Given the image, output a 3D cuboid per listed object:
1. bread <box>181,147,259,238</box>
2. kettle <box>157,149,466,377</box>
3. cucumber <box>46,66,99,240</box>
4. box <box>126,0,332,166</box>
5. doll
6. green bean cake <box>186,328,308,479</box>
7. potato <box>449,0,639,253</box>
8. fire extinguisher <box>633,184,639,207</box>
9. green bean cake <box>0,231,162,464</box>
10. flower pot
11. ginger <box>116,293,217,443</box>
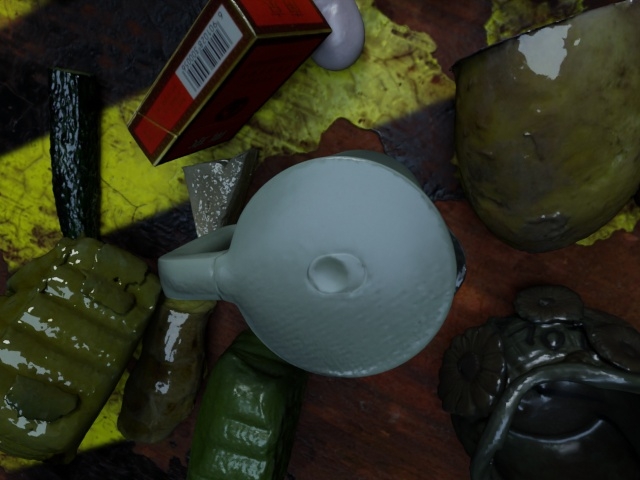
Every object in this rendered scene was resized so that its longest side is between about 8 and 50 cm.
[{"bbox_3d":[-0.133,-0.050,0.656,0.105,0.077,0.152,-9,101,11],"label":"bread"},{"bbox_3d":[0.009,-0.012,0.520,0.264,0.318,0.205,26,105,2],"label":"kettle"},{"bbox_3d":[-0.379,-0.110,0.688,0.067,0.067,0.294,8,104,7],"label":"cucumber"},{"bbox_3d":[-0.115,-0.194,0.542,0.239,0.153,0.074,-31,99,40],"label":"box"},{"bbox_3d":[0.069,-0.343,0.561,0.365,0.094,0.160,-34,102,14],"label":"doll"},{"bbox_3d":[-0.095,0.261,0.639,0.124,0.222,0.248,9,99,8],"label":"green bean cake"},{"bbox_3d":[0.267,-0.110,0.529,0.229,0.229,0.266,-17,106,11],"label":"potato"},{"bbox_3d":[0.399,-0.196,0.486,0.138,0.102,0.344,-29,116,-29],"label":"fire extinguisher"},{"bbox_3d":[-0.406,0.148,0.653,0.202,0.285,0.309,37,137,-23],"label":"green bean cake"},{"bbox_3d":[0.308,0.220,0.574,0.301,0.213,0.302,2,102,8],"label":"flower pot"},{"bbox_3d":[-0.242,0.208,0.711,0.109,0.116,0.263,15,100,-31],"label":"ginger"}]
